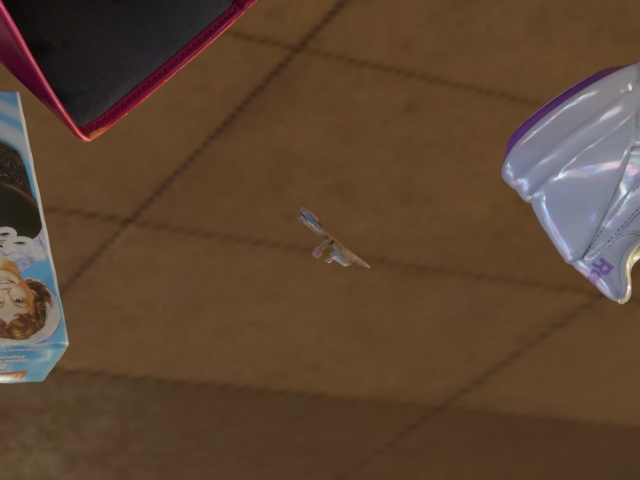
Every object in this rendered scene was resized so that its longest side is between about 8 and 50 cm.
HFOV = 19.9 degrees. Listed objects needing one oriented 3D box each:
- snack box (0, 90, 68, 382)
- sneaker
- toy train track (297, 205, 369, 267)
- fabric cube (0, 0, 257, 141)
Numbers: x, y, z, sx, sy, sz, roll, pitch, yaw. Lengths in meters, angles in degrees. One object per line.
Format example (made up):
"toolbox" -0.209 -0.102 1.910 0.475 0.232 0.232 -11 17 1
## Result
"snack box" -0.323 -0.002 1.080 0.322 0.187 0.060 -1 151 -28
"sneaker" 0.271 -0.075 1.125 0.305 0.152 0.114 -32 167 8
"toy train track" 0.000 0.000 1.019 0.048 0.083 0.014 36 96 -23
"fabric cube" -0.148 -0.265 1.004 0.259 0.258 0.254 -42 153 -13
